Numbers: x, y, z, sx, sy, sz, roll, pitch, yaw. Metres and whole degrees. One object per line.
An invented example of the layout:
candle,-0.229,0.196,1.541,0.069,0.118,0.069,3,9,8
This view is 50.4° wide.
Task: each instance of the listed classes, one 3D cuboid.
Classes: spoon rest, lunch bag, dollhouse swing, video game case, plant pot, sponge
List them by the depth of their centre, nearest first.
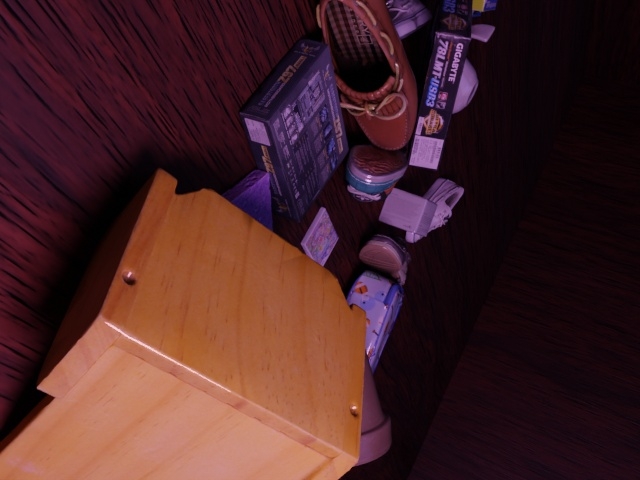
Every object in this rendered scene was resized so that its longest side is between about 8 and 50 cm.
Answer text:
dollhouse swing,-0.172,0.172,0.846,0.347,0.305,0.315,35,40,-26
sponge,-0.119,0.002,1.073,0.117,0.031,0.210,-46,146,-41
video game case,0.000,0.000,1.346,0.087,0.011,0.122,-61,155,-19
plant pot,0.007,0.297,1.355,0.263,0.263,0.229,-12,100,-62
lunch bag,0.104,0.217,1.592,0.303,0.115,0.243,-66,165,-6
spoon rest,0.363,-0.434,1.720,0.137,0.084,0.276,-55,165,-28

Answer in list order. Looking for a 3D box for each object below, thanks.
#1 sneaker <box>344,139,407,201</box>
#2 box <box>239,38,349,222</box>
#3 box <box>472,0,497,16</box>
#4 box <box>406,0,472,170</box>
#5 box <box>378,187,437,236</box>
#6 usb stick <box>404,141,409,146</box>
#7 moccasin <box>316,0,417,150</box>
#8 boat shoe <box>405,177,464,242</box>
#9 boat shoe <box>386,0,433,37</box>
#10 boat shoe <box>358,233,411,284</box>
sneaker,0.100,-0.118,1.300,0.302,0.108,0.121,-49,162,-69
box,-0.033,-0.171,1.087,0.183,0.059,0.233,-57,152,-28
box,0.416,-0.645,1.691,0.109,0.042,0.178,-32,135,-53
box,0.237,-0.341,1.347,0.295,0.073,0.293,-77,177,-46
box,0.210,-0.068,1.626,0.101,0.102,0.087,11,100,-65
usb stick,0.209,-0.270,1.537,0.278,0.045,0.077,-48,147,-41
moccasin,0.081,-0.277,1.123,0.380,0.139,0.147,71,30,-55
boat shoe,0.315,-0.082,1.855,0.258,0.084,0.095,-53,151,-34
boat shoe,0.136,-0.406,1.255,0.083,0.076,0.226,-32,-171,33
boat shoe,0.161,0.029,1.609,0.285,0.102,0.092,51,56,-66
